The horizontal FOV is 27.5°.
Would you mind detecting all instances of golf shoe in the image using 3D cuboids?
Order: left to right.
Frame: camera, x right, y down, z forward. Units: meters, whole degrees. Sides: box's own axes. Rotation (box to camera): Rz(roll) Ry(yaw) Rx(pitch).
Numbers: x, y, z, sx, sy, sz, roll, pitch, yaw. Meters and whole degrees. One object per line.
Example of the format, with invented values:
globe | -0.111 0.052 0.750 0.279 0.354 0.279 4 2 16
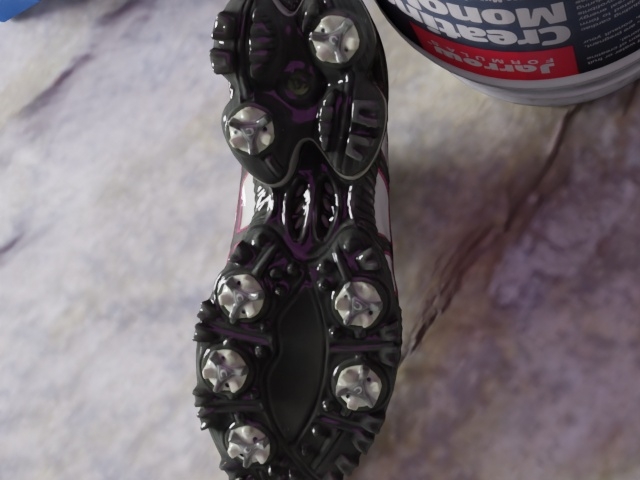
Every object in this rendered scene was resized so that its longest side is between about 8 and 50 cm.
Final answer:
golf shoe | 0.000 0.000 0.682 0.105 0.120 0.273 7 102 10

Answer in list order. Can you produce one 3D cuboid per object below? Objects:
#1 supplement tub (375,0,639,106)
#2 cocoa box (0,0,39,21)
supplement tub | 0.095 -0.181 0.599 0.191 0.272 0.191 -3 77 15
cocoa box | -0.208 -0.336 0.710 0.228 0.231 0.347 -20 72 35
